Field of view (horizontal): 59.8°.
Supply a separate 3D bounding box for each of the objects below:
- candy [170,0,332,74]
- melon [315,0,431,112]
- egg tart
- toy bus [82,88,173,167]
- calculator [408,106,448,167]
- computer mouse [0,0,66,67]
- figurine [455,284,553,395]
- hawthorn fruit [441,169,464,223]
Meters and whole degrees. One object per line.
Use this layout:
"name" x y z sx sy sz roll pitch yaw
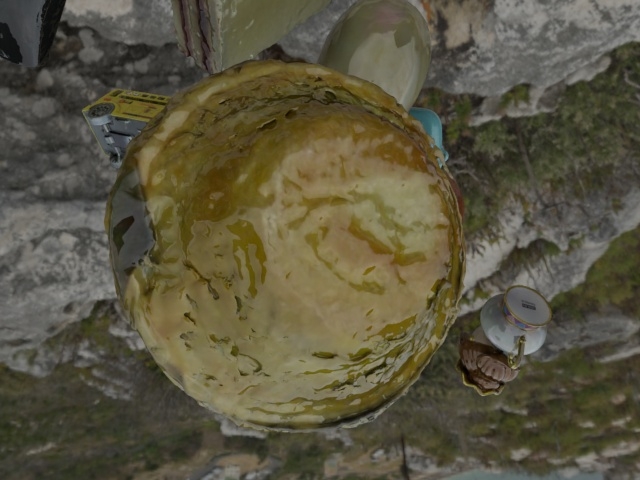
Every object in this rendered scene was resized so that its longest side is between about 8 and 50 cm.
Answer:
"candy" -0.110 -0.450 0.974 0.135 0.320 0.179 39 156 14
"melon" 0.104 -0.350 1.151 0.222 0.223 0.317 20 95 -23
"egg tart" 0.000 0.000 0.613 0.442 0.444 0.178 16 168 -20
"toy bus" -0.347 -0.235 1.217 0.329 0.152 0.144 15 140 24
"calculator" 0.124 -0.185 1.314 0.386 0.256 0.054 1 176 39
"computer mouse" -0.569 -0.461 1.031 0.170 0.100 0.269 39 124 5
"figurine" 0.376 0.216 1.176 0.142 0.190 0.264 20 133 1
"hawthorn fruit" 0.129 -0.032 1.018 0.258 0.262 0.258 24 156 11
